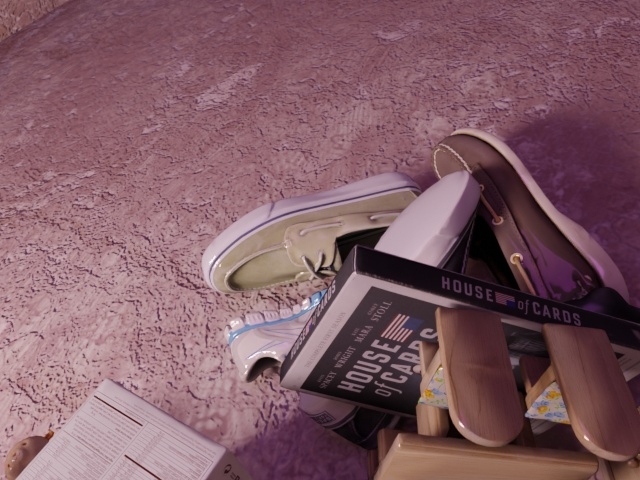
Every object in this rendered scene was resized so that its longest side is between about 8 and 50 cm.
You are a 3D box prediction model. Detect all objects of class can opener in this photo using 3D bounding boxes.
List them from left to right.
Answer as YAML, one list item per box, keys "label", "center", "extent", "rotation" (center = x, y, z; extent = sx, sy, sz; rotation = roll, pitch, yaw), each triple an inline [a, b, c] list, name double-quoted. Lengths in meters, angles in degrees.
- label: "can opener"
  center: [0.288, 0.082, 0.526]
  extent: [0.186, 0.059, 0.073]
  rotation: [7, 73, -19]

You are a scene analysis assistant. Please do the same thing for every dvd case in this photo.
- label: "dvd case"
  center: [0.105, 0.094, 0.462]
  extent: [0.239, 0.179, 0.029]
  rotation: [15, 49, -11]

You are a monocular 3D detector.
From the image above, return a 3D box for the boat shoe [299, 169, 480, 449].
- label: "boat shoe"
  center: [0.098, 0.067, 0.603]
  extent: [0.301, 0.102, 0.108]
  rotation: [-59, 19, -20]

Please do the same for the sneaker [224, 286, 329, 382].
- label: "sneaker"
  center: [-0.011, 0.111, 0.663]
  extent: [0.191, 0.071, 0.082]
  rotation: [-21, 55, 6]

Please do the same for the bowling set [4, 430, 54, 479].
- label: "bowling set"
  center: [-0.347, 0.277, 0.488]
  extent: [0.154, 0.200, 0.287]
  rotation: [14, 64, 35]

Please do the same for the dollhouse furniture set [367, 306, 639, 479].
- label: "dollhouse furniture set"
  center: [0.163, 0.187, 0.403]
  extent: [0.242, 0.212, 0.161]
  rotation: [8, 44, -6]

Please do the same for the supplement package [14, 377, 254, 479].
- label: "supplement package"
  center: [-0.148, 0.261, 0.456]
  extent: [0.149, 0.194, 0.203]
  rotation: [15, 53, 34]

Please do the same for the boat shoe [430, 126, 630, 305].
- label: "boat shoe"
  center: [0.200, -0.018, 0.667]
  extent: [0.097, 0.116, 0.324]
  rotation: [-22, 48, -6]

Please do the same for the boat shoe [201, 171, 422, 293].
- label: "boat shoe"
  center: [0.000, 0.000, 0.734]
  extent: [0.302, 0.109, 0.094]
  rotation: [-23, 44, -5]
